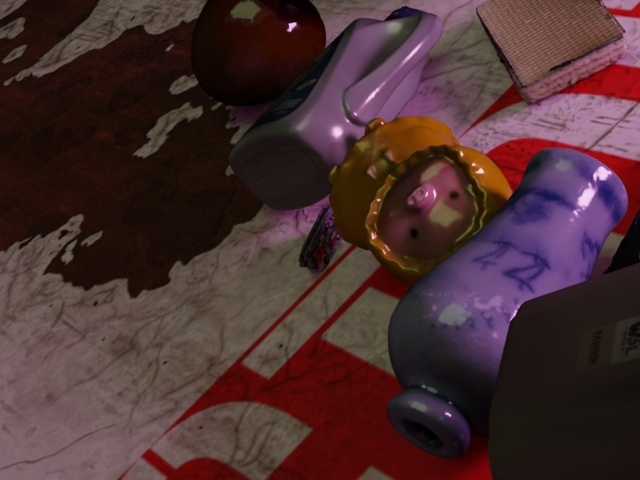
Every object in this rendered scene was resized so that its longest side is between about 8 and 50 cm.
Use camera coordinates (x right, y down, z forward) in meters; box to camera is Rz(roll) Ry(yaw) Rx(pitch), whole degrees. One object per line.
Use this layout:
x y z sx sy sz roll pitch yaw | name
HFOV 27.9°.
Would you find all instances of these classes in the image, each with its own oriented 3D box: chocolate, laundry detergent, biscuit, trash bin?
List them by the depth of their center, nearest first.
0.254 0.104 0.767 0.250 0.219 0.219 -19 33 35 | trash bin
0.241 -0.221 1.359 0.121 0.040 0.199 -26 34 9 | biscuit
0.041 -0.163 1.373 0.280 0.105 0.215 -47 11 -24 | laundry detergent
-0.080 -0.239 1.586 0.177 0.176 0.176 -24 33 17 | chocolate

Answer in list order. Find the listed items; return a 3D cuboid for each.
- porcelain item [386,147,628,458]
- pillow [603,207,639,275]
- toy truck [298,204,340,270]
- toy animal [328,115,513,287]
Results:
0.143 0.047 0.988 0.141 0.141 0.259 8 54 47 | porcelain item
0.321 -0.039 1.025 0.141 0.055 0.208 4 51 47 | pillow
0.000 0.000 1.291 0.024 0.032 0.083 -4 44 33 | toy truck
0.091 -0.030 1.161 0.156 0.156 0.230 -37 42 -4 | toy animal
